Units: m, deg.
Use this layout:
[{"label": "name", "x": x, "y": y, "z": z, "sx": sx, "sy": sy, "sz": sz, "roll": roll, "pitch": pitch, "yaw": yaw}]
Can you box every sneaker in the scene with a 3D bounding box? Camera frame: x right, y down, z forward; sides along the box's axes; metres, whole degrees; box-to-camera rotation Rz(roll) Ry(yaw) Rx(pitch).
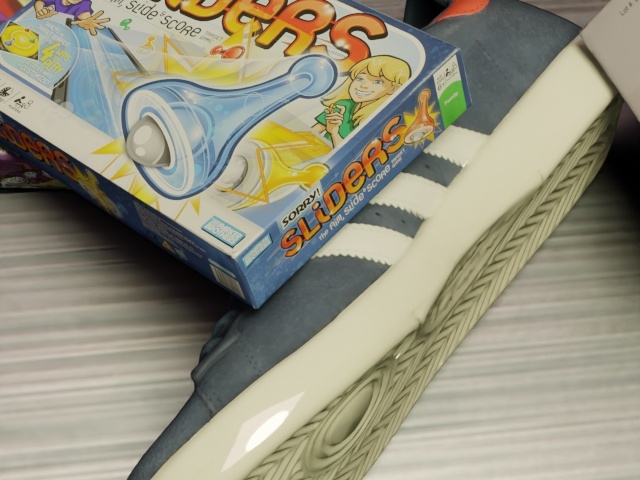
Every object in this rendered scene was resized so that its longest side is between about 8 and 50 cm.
[{"label": "sneaker", "x": 0.000, "y": 0.000, "z": 0.684, "sx": 0.148, "sy": 0.131, "sz": 0.350, "roll": 33, "pitch": 55, "yaw": 17}]

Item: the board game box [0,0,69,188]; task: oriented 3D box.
[{"label": "board game box", "x": -0.188, "y": -0.194, "z": 0.766, "sx": 0.208, "sy": 0.056, "sz": 0.347, "roll": -1, "pitch": 72, "yaw": -8}]

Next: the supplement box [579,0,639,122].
[{"label": "supplement box", "x": 0.249, "y": -0.079, "z": 0.719, "sx": 0.239, "sy": 0.073, "sz": 0.130, "roll": -11, "pitch": 65, "yaw": -41}]

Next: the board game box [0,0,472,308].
[{"label": "board game box", "x": -0.054, "y": -0.067, "z": 0.656, "sx": 0.201, "sy": 0.035, "sz": 0.136, "roll": 30, "pitch": 63, "yaw": 35}]
